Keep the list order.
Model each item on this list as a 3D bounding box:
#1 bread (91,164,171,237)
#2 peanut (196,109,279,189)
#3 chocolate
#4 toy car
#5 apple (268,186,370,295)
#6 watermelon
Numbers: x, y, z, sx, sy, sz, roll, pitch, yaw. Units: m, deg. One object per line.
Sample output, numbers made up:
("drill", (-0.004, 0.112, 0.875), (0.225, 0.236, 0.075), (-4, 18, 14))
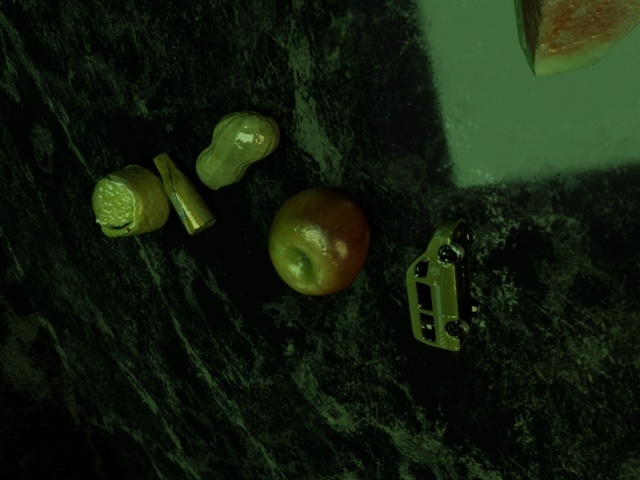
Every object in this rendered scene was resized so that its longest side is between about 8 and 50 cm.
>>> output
("bread", (-0.501, -0.103, 1.157), (0.197, 0.170, 0.197), (6, 107, 20))
("peanut", (-0.192, -0.199, 0.954), (0.257, 0.123, 0.123), (-27, 98, 42))
("chocolate", (-0.355, -0.123, 1.119), (0.086, 0.086, 0.219), (-30, 92, 38))
("toy car", (0.230, 0.081, 0.840), (0.125, 0.101, 0.256), (4, 117, 34))
("apple", (0.000, 0.000, 0.901), (0.210, 0.173, 0.235), (48, 138, -3))
("watermelon", (0.302, -0.365, 0.509), (0.193, 0.231, 0.310), (6, 103, -8))
